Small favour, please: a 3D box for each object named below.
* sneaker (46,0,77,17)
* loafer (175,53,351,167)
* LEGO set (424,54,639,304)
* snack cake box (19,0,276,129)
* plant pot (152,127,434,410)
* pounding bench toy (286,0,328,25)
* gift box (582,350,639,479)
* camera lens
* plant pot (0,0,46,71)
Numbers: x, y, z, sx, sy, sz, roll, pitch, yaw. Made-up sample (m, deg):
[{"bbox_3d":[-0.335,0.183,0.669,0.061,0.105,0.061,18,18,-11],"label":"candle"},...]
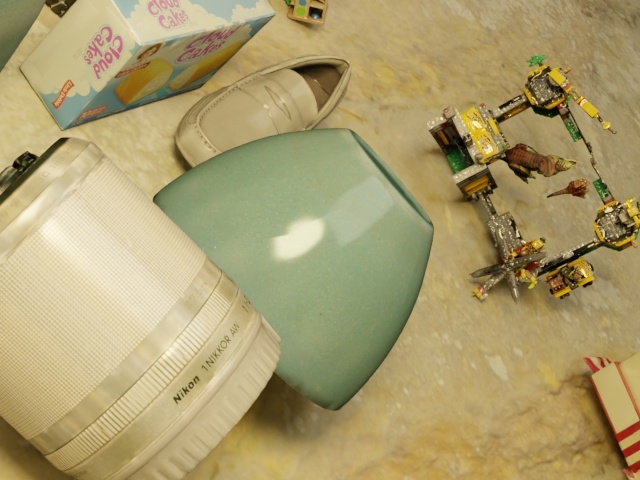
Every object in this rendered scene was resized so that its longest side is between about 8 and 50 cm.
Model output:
[{"bbox_3d":[-0.296,-0.311,1.536,0.162,0.063,0.073,40,32,-19],"label":"sneaker"},{"bbox_3d":[-0.062,-0.160,1.627,0.112,0.111,0.319,51,33,-2],"label":"loafer"},{"bbox_3d":[0.288,-0.090,1.848,0.192,0.255,0.331,29,43,-75],"label":"LEGO set"},{"bbox_3d":[-0.185,-0.223,1.504,0.089,0.152,0.264,55,34,4],"label":"snack cake box"},{"bbox_3d":[0.000,0.000,1.384,0.290,0.195,0.290,48,8,-9],"label":"plant pot"},{"bbox_3d":[-0.029,-0.341,1.889,0.083,0.065,0.052,13,41,-1],"label":"pounding bench toy"},{"bbox_3d":[0.518,0.231,1.822,0.276,0.258,0.255,13,49,-42],"label":"gift box"},{"bbox_3d":[-0.198,0.066,1.159,0.274,0.219,0.219,46,34,-10],"label":"camera lens"},{"bbox_3d":[-0.378,-0.251,1.211,0.248,0.252,0.247,48,33,-7],"label":"plant pot"}]
